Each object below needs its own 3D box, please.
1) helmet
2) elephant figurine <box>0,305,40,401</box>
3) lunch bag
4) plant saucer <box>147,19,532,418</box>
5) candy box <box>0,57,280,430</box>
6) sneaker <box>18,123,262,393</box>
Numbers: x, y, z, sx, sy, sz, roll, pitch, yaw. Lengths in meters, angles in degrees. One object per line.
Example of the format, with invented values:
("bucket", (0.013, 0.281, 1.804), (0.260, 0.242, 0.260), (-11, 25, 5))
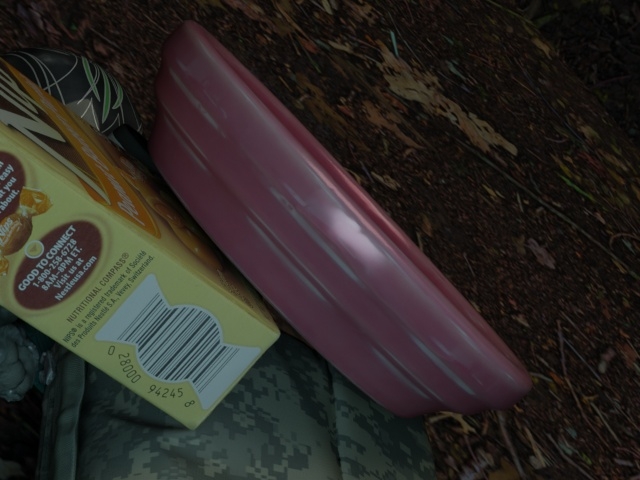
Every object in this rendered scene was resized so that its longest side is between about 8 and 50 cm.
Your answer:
("helmet", (-0.219, -0.074, 1.402), (0.169, 0.161, 0.169), (35, 25, -19))
("elephant figurine", (-0.284, 0.106, 1.033), (0.169, 0.186, 0.239), (14, 50, 13))
("lunch bag", (-0.069, 0.188, 1.147), (0.256, 0.212, 0.305), (35, 24, -23))
("plant saucer", (0.000, 0.000, 1.167), (0.332, 0.084, 0.332), (47, 4, -5))
("candy box", (-0.181, -0.035, 1.026), (0.316, 0.087, 0.183), (38, 8, -32))
("sneaker", (-0.155, 0.035, 1.298), (0.124, 0.178, 0.295), (47, -8, 22))
